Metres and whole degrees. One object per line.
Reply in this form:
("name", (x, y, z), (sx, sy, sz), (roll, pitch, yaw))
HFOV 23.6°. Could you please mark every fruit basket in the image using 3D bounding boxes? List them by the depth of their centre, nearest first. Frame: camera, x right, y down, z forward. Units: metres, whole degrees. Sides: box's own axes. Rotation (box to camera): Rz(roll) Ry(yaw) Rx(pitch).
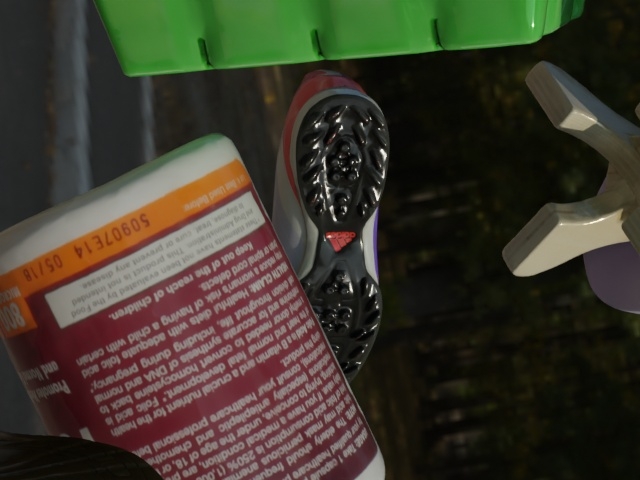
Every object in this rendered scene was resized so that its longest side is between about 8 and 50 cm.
("fruit basket", (-0.002, -0.302, 0.999), (0.283, 0.392, 0.392), (-35, 116, -66))

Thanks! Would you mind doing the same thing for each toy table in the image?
("toy table", (0.294, -0.055, 1.348), (0.274, 0.161, 0.252), (-59, -136, 22))

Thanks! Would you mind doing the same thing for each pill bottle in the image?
("pill bottle", (-0.088, 0.137, 1.172), (0.224, 0.224, 0.392), (-67, 132, -83))

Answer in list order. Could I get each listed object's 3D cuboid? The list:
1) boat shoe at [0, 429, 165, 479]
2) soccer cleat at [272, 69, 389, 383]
("boat shoe", (-0.209, 0.191, 0.965), (0.123, 0.342, 0.123), (-5, 95, -45))
("soccer cleat", (0.000, 0.000, 1.405), (0.116, 0.108, 0.318), (-113, -154, -63))
